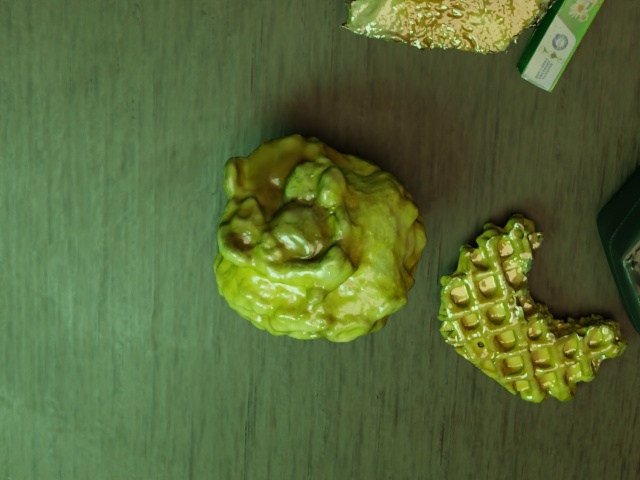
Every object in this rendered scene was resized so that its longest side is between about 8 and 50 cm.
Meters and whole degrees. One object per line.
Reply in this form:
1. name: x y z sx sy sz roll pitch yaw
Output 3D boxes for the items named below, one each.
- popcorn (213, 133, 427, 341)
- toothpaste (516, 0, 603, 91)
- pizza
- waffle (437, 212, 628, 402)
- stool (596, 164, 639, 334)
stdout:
1. popcorn: -0.001 -0.001 1.496 0.197 0.197 0.155 -4 142 0
2. toothpaste: 0.238 -0.224 1.502 0.037 0.043 0.178 25 106 -12
3. pizza: 0.138 -0.240 1.478 0.147 0.069 0.226 40 105 -4
4. waffle: 0.203 0.074 1.598 0.194 0.051 0.149 37 106 -12
5. stool: 0.379 0.012 1.532 0.232 0.141 0.232 0 109 -1
